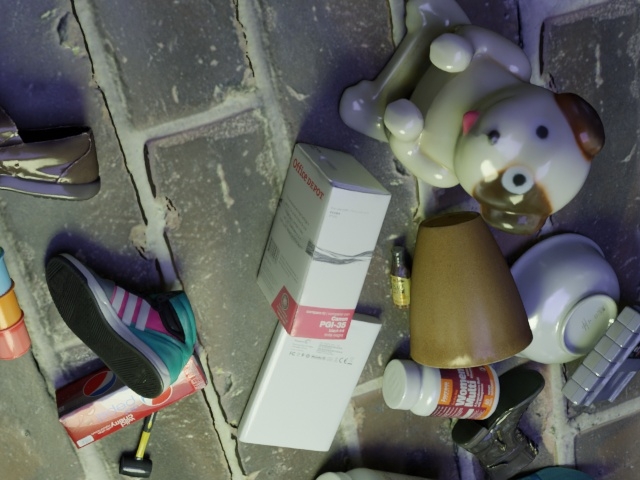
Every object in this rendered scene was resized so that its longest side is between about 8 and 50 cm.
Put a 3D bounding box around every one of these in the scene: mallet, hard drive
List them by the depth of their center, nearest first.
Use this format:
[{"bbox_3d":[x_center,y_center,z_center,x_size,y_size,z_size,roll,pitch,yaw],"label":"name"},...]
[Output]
[{"bbox_3d":[-0.346,0.373,1.728,0.062,0.039,0.190,6,108,-20],"label":"mallet"},{"bbox_3d":[-0.024,0.276,1.788,0.203,0.040,0.308,13,111,-25],"label":"hard drive"}]

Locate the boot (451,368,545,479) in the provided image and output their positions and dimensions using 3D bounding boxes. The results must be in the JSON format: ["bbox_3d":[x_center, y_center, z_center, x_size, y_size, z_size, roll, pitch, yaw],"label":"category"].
[{"bbox_3d":[0.430,0.422,2.011,0.263,0.091,0.229,-41,127,8],"label":"boot"}]

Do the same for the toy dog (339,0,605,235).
[{"bbox_3d":[0.263,-0.171,1.454,0.284,0.408,0.395,-46,121,7],"label":"toy dog"}]

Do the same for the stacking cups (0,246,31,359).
[{"bbox_3d":[-0.555,0.058,1.460,0.096,0.096,0.316,-14,121,-13],"label":"stacking cups"}]

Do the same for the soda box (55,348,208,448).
[{"bbox_3d":[-0.344,0.270,1.639,0.263,0.092,0.083,-25,121,-7],"label":"soda box"}]

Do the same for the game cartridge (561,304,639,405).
[{"bbox_3d":[0.642,0.245,1.904,0.230,0.068,0.355,-52,152,14],"label":"game cartridge"}]

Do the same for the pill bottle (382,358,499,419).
[{"bbox_3d":[0.248,0.304,1.853,0.221,0.121,0.121,8,112,-24],"label":"pill bottle"}]

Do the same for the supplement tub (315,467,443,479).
[{"bbox_3d":[0.146,0.613,1.903,0.324,0.235,0.235,15,109,-26],"label":"supplement tub"}]

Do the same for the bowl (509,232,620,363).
[{"bbox_3d":[0.511,0.145,1.843,0.297,0.134,0.298,-12,120,-22],"label":"bowl"}]

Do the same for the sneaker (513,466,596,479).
[{"bbox_3d":[0.510,0.662,2.133,0.318,0.127,0.208,-5,122,-17],"label":"sneaker"}]

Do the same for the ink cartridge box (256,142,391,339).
[{"bbox_3d":[0.000,0.000,1.561,0.117,0.207,0.283,8,113,-24],"label":"ink cartridge box"}]

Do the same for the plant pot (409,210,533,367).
[{"bbox_3d":[0.267,0.081,1.705,0.237,0.237,0.254,-14,103,-13],"label":"plant pot"}]

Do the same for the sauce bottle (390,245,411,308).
[{"bbox_3d":[0.156,0.072,1.752,0.042,0.042,0.128,-17,118,-11],"label":"sauce bottle"}]

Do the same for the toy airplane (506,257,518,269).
[{"bbox_3d":[0.393,0.100,1.858,0.151,0.028,0.151,-11,118,-20],"label":"toy airplane"}]

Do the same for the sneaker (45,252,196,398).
[{"bbox_3d":[-0.324,0.117,1.558,0.295,0.178,0.124,49,126,3],"label":"sneaker"}]

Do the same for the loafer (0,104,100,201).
[{"bbox_3d":[-0.511,-0.149,1.361,0.365,0.134,0.130,4,110,-32],"label":"loafer"}]
